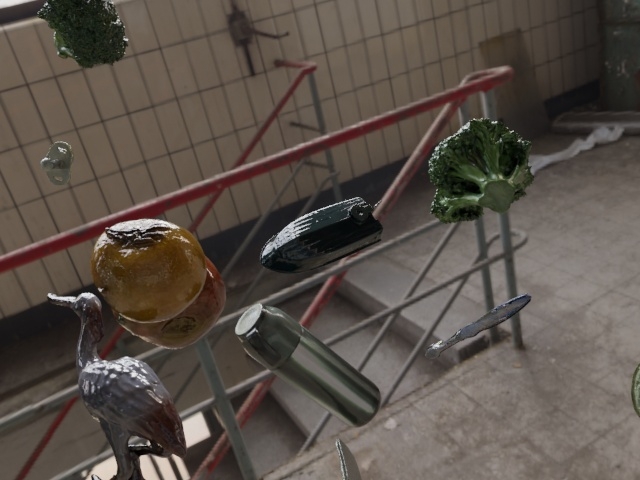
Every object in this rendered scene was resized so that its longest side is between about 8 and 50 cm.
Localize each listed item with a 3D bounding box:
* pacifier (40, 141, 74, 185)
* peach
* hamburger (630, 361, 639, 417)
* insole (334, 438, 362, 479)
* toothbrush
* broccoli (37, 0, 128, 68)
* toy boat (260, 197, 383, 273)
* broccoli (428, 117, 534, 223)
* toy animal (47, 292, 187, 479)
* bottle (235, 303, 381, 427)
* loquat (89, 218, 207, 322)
[{"bbox_3d":[-0.497,-0.144,1.119,0.068,0.083,0.064,17,11,15],"label":"pacifier"},{"bbox_3d":[-0.323,0.125,1.253,0.214,0.214,0.235,7,15,41],"label":"peach"},{"bbox_3d":[0.527,0.219,0.866,0.140,0.133,0.062,15,19,32],"label":"hamburger"},{"bbox_3d":[0.048,0.337,0.820,0.010,0.063,0.192,-37,18,3],"label":"insole"},{"bbox_3d":[0.350,0.203,1.383,0.042,0.035,0.413,-39,-6,-33],"label":"toothbrush"},{"bbox_3d":[-0.487,-0.447,1.258,0.156,0.195,0.195,-17,16,42],"label":"broccoli"},{"bbox_3d":[0.000,0.000,1.042,0.246,0.103,0.093,-22,66,-33],"label":"toy boat"},{"bbox_3d":[0.384,-0.152,1.427,0.269,0.261,0.241,13,22,-9],"label":"broccoli"},{"bbox_3d":[-0.271,0.194,0.783,0.195,0.324,0.090,-23,-11,27],"label":"toy animal"},{"bbox_3d":[-0.014,0.189,0.882,0.079,0.254,0.096,-42,24,14],"label":"bottle"},{"bbox_3d":[-0.217,0.038,0.758,0.141,0.141,0.141,-12,23,5],"label":"loquat"}]
